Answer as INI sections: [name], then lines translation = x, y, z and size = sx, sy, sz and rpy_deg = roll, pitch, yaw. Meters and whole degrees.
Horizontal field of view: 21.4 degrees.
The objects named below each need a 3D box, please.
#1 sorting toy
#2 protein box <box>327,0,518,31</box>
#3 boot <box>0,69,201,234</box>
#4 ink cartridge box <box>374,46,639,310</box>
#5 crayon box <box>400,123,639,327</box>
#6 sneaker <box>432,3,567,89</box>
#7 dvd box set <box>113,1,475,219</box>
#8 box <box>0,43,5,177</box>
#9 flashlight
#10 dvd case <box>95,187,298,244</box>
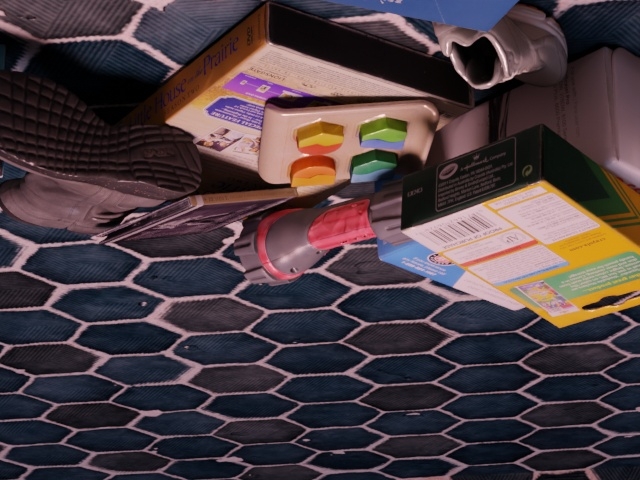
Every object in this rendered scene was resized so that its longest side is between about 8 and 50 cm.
[sorting toy]
translation = 0.031, -0.113, 2.077
size = 0.208, 0.038, 0.193
rpy_deg = 0, 157, -6
[protein box]
translation = 0.114, -0.320, 1.633
size = 0.201, 0.136, 0.200
rpy_deg = 8, 155, -21
[boot]
translation = -0.332, -0.083, 2.038
size = 0.338, 0.118, 0.223
rpy_deg = 22, 149, -36
[ink cartridge box]
translation = 0.306, -0.067, 2.191
size = 0.285, 0.166, 0.395
rpy_deg = 21, 148, -39
[crayon box]
translation = 0.273, -0.010, 2.020
size = 0.203, 0.083, 0.323
rpy_deg = -20, 144, 37
[sneaker]
translation = 0.197, -0.211, 1.911
size = 0.099, 0.121, 0.262
rpy_deg = -17, 152, 33
[dvd box set]
translation = -0.057, -0.143, 2.126
size = 0.308, 0.062, 0.420
rpy_deg = 14, 152, -32
[box]
translation = -0.435, -0.157, 2.067
size = 0.100, 0.060, 0.244
rpy_deg = 2, 156, -9
[flashlight]
translation = 0.021, -0.012, 2.189
size = 0.103, 0.103, 0.304
rpy_deg = 13, 161, -41
[dvd case]
translation = -0.156, -0.033, 2.175
size = 0.164, 0.018, 0.221
rpy_deg = -20, 173, 35
